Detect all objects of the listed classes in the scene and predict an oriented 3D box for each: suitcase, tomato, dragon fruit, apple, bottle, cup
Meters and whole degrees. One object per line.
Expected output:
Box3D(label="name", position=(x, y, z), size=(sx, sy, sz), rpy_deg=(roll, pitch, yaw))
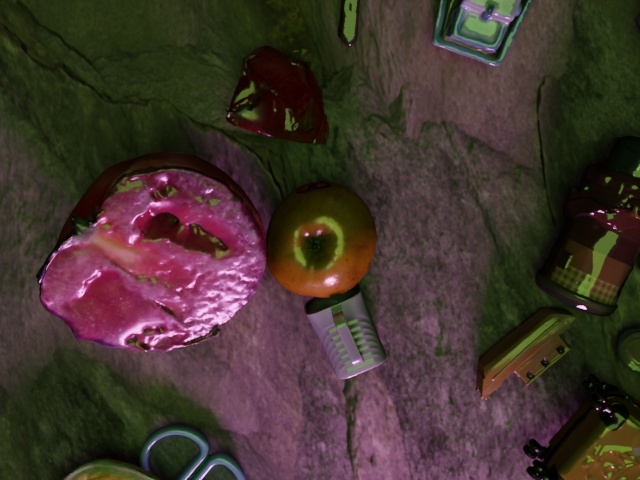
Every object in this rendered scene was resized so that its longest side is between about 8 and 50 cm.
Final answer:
Box3D(label="suitcase", position=(0.467, 0.345, 1.398), size=(0.235, 0.143, 0.194), rpy_deg=(35, 106, -3))
Box3D(label="tomato", position=(-0.251, 0.013, 1.351), size=(0.290, 0.176, 0.335), rpy_deg=(36, 102, -27))
Box3D(label="dragon fruit", position=(-0.050, -0.211, 1.339), size=(0.161, 0.127, 0.120), rpy_deg=(22, 106, -4))
Box3D(label="apple", position=(0.000, 0.000, 1.352), size=(0.182, 0.155, 0.182), rpy_deg=(0, 98, 1))
Box3D(label="bottle", position=(0.441, -0.026, 1.355), size=(0.156, 0.143, 0.271), rpy_deg=(31, 104, 37))
Box3D(label="cup", position=(0.041, 0.142, 1.394), size=(0.095, 0.128, 0.129), rpy_deg=(-24, 101, 1))

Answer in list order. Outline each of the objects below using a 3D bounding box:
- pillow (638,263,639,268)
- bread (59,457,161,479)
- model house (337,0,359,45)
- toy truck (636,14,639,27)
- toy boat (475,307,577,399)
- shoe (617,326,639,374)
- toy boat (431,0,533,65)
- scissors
Box3D(label="pillow", position=(0.580, -0.042, 1.373), size=(0.043, 0.126, 0.232), rpy_deg=(43, 95, 16))
Box3D(label="bread", position=(-0.339, 0.500, 1.462), size=(0.301, 0.045, 0.301), rpy_deg=(2, 101, 9))
Box3D(label="model house", position=(0.074, -0.414, 1.264), size=(0.205, 0.218, 0.278), rpy_deg=(7, 104, -1))
Box3D(label="toy truck", position=(0.554, -0.348, 1.321), size=(0.155, 0.124, 0.268), rpy_deg=(-26, 100, 8))
Box3D(label="toy boat", position=(0.333, 0.186, 1.441), size=(0.200, 0.057, 0.077), rpy_deg=(-40, 104, 6))
Box3D(label="shoe", position=(0.589, 0.200, 1.387), size=(0.251, 0.100, 0.103), rpy_deg=(8, 131, 24))
Box3D(label="toy boat", position=(0.272, -0.429, 1.299), size=(0.145, 0.133, 0.331), rpy_deg=(19, 98, -3))
Box3D(label="scissors", position=(-0.313, 0.508, 1.499), size=(0.192, 0.029, 0.447), rpy_deg=(39, 99, -6))
